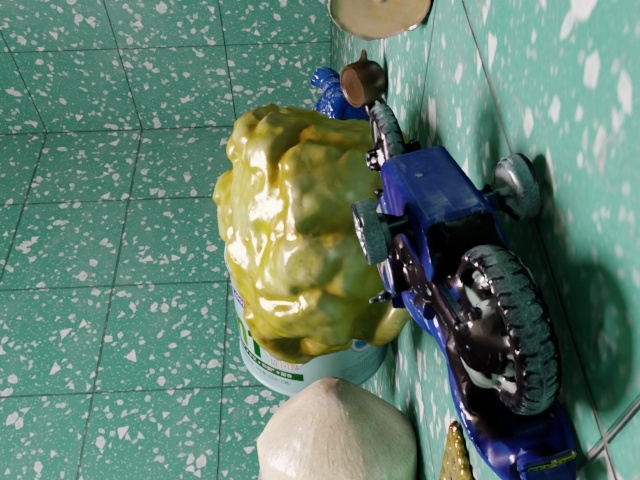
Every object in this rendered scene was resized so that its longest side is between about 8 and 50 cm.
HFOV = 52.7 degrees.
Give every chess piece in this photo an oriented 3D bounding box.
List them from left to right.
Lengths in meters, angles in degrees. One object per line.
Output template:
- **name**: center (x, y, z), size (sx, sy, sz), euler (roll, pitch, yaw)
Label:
- **chess piece**: center (0.067, -0.404, 0.734), size (0.139, 0.124, 0.307), euler (19, -111, -56)

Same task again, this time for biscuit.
- **biscuit**: center (0.138, 0.293, 0.618), size (0.203, 0.016, 0.144), euler (-92, 1, -49)

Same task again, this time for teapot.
- **teapot**: center (0.084, -0.268, 1.115), size (0.121, 0.068, 0.076), euler (67, 159, -6)

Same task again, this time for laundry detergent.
- **laundry detergent**: center (-0.015, 0.070, 1.132), size (0.287, 0.287, 0.305), euler (-94, 1, -50)

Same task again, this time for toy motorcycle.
- **toy motorcycle**: center (0.088, 0.023, 0.452), size (0.315, 0.113, 0.169), euler (-109, 4, -56)

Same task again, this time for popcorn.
- **popcorn**: center (-0.012, -0.007, 0.800), size (0.292, 0.294, 0.334), euler (-60, -2, -14)

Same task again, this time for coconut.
- **coconut**: center (0.028, 0.327, 0.959), size (0.237, 0.237, 0.265), euler (-95, -2, -68)

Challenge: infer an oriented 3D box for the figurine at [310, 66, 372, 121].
- **figurine**: center (0.061, -0.242, 1.322), size (0.164, 0.121, 0.262), euler (75, 174, -64)
